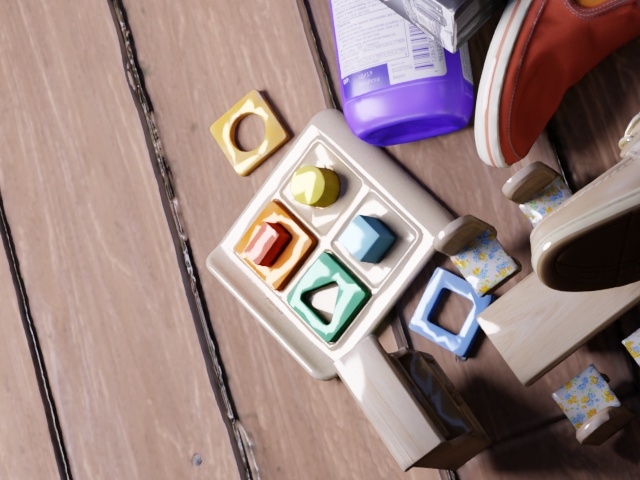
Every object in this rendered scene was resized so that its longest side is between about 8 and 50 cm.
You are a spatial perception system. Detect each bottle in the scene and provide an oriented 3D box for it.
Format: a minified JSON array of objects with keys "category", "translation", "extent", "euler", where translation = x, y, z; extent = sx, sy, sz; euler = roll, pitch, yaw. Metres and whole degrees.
[{"category":"bottle","translation":[0.065,-0.232,1.752],"extent":[0.118,0.092,0.283],"euler":[-13,77,20]}]

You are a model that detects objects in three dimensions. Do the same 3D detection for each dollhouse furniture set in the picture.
[{"category":"dollhouse furniture set","translation":[0.156,0.080,1.602],"extent":[0.242,0.161,0.212],"euler":[-39,71,11]}]

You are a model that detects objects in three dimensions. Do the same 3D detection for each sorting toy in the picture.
[{"category":"sorting toy","translation":[0.000,0.000,1.776],"extent":[0.347,0.047,0.196],"euler":[44,103,25]}]

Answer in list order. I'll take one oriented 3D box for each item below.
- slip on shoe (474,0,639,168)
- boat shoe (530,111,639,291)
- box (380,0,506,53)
[{"category":"slip on shoe","translation":[0.235,-0.203,1.653],"extent":[0.101,0.123,0.331],"euler":[33,93,23]},{"category":"boat shoe","translation":[0.289,-0.058,1.563],"extent":[0.302,0.109,0.098],"euler":[-27,57,-11]},{"category":"box","translation":[0.076,-0.343,1.692],"extent":[0.307,0.076,0.242],"euler":[37,74,17]}]
